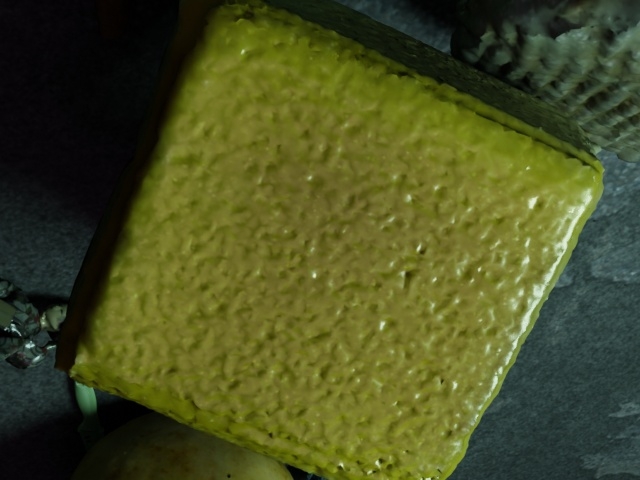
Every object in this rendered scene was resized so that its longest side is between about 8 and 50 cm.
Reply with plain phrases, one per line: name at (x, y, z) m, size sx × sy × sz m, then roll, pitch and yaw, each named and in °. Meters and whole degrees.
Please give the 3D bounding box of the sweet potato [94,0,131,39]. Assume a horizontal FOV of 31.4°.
sweet potato at (-0.198, -0.274, 0.834) m, size 0.066 × 0.072 × 0.314 m, roll -32°, pitch 137°, yaw -5°

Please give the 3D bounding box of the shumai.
shumai at (0.249, -0.223, 0.893) m, size 0.267 × 0.263 × 0.314 m, roll 12°, pitch 175°, yaw 13°

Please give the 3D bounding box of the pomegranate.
pomegranate at (-0.154, 0.342, 1.293) m, size 0.307 × 0.307 × 0.307 m, roll -9°, pitch 135°, yaw -9°

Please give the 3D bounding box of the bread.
bread at (0.000, 0.000, 0.850) m, size 0.333 × 0.143 × 0.324 m, roll 24°, pitch 106°, yaw -11°

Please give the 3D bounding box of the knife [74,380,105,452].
knife at (-0.270, 0.215, 1.330) m, size 0.030 × 0.014 × 0.207 m, roll -13°, pitch 137°, yaw -11°

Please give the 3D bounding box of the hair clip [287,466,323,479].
hair clip at (0.024, 0.248, 1.442) m, size 0.070 × 0.039 × 0.229 m, roll 15°, pitch 125°, yaw -28°

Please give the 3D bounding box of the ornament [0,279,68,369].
ornament at (-0.304, 0.086, 1.118) m, size 0.196 × 0.166 × 0.153 m, roll -9°, pitch 160°, yaw -37°
